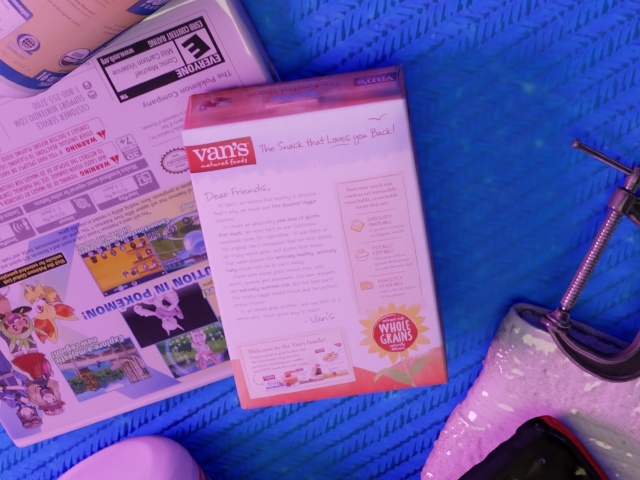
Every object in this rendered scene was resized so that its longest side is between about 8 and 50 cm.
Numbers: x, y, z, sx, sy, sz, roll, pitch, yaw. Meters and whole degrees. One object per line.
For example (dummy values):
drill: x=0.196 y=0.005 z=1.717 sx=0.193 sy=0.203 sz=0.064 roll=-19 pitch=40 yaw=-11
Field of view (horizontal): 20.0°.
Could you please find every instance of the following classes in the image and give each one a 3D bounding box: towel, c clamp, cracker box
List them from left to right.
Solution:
cracker box: x=0.000 y=0.000 z=1.298 sx=0.155 sy=0.067 sz=0.232 roll=-7 pitch=119 yaw=5
c clamp: x=0.214 y=0.021 z=1.333 sx=0.137 sy=0.022 sz=0.161 roll=19 pitch=99 yaw=-14
towel: x=0.237 y=0.175 z=1.424 sx=0.282 sy=0.049 sz=0.187 roll=22 pitch=118 yaw=-7

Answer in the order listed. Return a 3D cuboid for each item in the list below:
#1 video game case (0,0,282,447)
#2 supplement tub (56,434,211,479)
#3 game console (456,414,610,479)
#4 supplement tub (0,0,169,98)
video game case: x=-0.155 y=-0.013 z=1.363 sx=0.329 sy=0.036 sz=0.300 roll=-20 pitch=116 yaw=15
supplement tub: x=-0.110 y=0.307 z=1.449 sx=0.191 sy=0.191 sz=0.272 roll=-30 pitch=112 yaw=20
game console: x=0.130 y=0.374 z=1.393 sx=0.386 sy=0.060 sz=0.342 roll=-40 pitch=99 yaw=-4
supplement tub: x=-0.163 y=-0.200 z=1.194 sx=0.199 sy=0.144 sz=0.144 roll=-32 pitch=112 yaw=21
